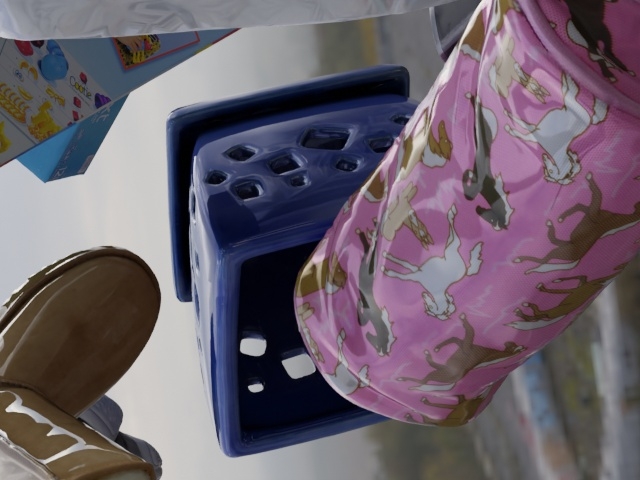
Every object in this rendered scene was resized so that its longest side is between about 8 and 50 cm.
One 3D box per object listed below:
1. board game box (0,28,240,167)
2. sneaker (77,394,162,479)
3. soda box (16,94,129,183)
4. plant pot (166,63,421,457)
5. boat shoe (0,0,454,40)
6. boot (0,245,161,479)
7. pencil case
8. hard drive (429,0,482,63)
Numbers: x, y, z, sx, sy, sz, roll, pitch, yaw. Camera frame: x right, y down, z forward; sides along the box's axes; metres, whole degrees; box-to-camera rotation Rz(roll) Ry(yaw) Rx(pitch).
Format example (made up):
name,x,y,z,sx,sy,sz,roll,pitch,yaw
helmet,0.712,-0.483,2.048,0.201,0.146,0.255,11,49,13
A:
name,x,y,z,sx,sy,sz,roll,pitch,yaw
board game box,-0.204,-0.141,1.291,0.144,0.275,0.142,61,164,-8
sneaker,-0.225,0.217,1.640,0.153,0.101,0.268,-62,-17,-18
soda box,-0.210,-0.157,1.716,0.210,0.071,0.067,-57,-16,22
plant pot,0.000,0.000,1.491,0.212,0.236,0.236,-118,20,-45
boat shoe,-0.024,-0.167,0.901,0.108,0.301,0.102,-81,-15,-60
boot,-0.150,0.113,1.120,0.089,0.236,0.269,51,167,-22
pencil case,0.111,-0.030,1.187,0.386,0.160,0.167,122,160,-50
hard drive,0.182,-0.153,1.287,0.255,0.172,0.054,23,-151,-57
